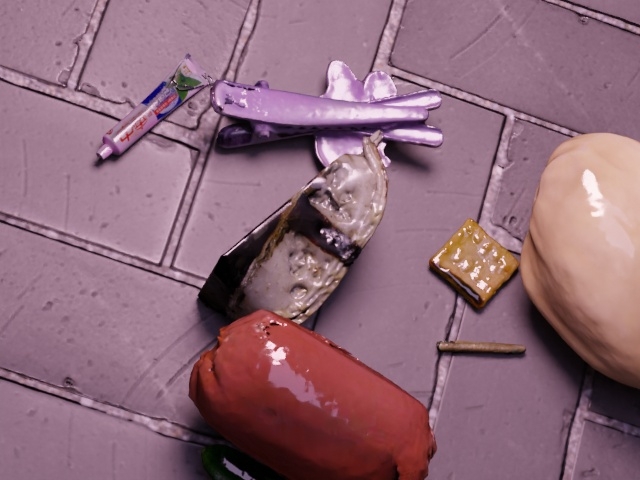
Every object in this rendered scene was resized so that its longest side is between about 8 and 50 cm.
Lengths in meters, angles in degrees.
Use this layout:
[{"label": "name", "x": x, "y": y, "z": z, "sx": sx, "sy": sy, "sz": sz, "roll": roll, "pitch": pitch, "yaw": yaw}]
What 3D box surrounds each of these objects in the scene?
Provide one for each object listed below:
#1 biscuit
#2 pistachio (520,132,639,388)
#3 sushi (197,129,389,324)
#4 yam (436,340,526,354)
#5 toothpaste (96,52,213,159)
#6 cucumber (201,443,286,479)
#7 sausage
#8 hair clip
[{"label": "biscuit", "x": 0.178, "y": 0.026, "z": 1.880, "sx": 0.083, "sy": 0.018, "sz": 0.081, "roll": 42, "pitch": 68, "yaw": 3}, {"label": "pistachio", "x": 0.346, "y": 0.031, "z": 1.824, "sx": 0.214, "sy": 0.193, "sz": 0.318, "roll": -34, "pitch": 87, "yaw": 18}, {"label": "sushi", "x": 0.003, "y": -0.001, "z": 1.791, "sx": 0.273, "sy": 0.134, "sz": 0.109, "roll": -41, "pitch": 86, "yaw": -21}, {"label": "yam", "x": 0.182, "y": 0.122, "z": 1.851, "sx": 0.107, "sy": 0.014, "sz": 0.014, "roll": 3, "pitch": 71, "yaw": -11}, {"label": "toothpaste", "x": -0.192, "y": -0.148, "z": 1.854, "sx": 0.045, "sy": 0.028, "sz": 0.170, "roll": 46, "pitch": 65, "yaw": -2}, {"label": "cucumber", "x": -0.008, "y": 0.301, "z": 1.728, "sx": 0.284, "sy": 0.056, "sz": 0.056, "roll": 36, "pitch": 68, "yaw": -3}, {"label": "sausage", "x": -0.002, "y": 0.185, "z": 1.706, "sx": 0.280, "sy": 0.152, "sz": 0.152, "roll": 34, "pitch": 68, "yaw": -10}, {"label": "hair clip", "x": 0.000, "y": -0.149, "z": 1.871, "sx": 0.279, "sy": 0.090, "sz": 0.137, "roll": 5, "pitch": 69, "yaw": -17}]
